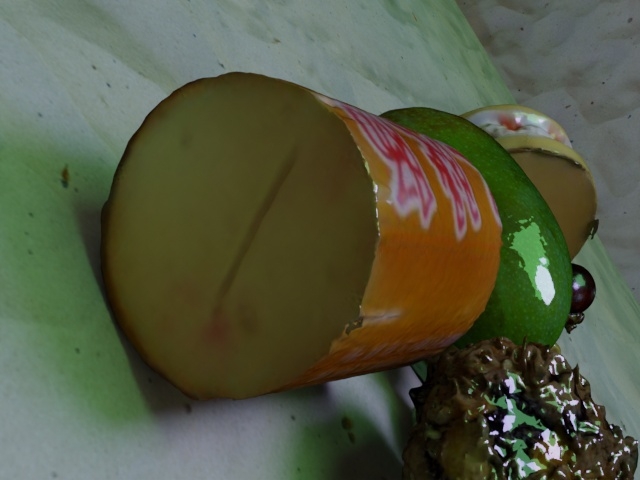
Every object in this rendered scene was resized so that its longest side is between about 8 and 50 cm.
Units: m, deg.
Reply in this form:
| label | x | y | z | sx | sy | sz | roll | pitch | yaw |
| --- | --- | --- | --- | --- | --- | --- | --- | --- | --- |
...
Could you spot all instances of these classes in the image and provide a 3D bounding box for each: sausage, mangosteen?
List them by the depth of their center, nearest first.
| label | x | y | z | sx | sy | sz | roll | pitch | yaw |
| --- | --- | --- | --- | --- | --- | --- | --- | --- | --- |
| sausage | 0.000 | 0.000 | 0.710 | 0.287 | 0.233 | 0.233 | 8 | 53 | -63 |
| mangosteen | 0.459 | 0.108 | 1.657 | 0.140 | 0.140 | 0.140 | 44 | 26 | -28 |

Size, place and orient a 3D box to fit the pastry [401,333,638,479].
| label | x | y | z | sx | sy | sz | roll | pitch | yaw |
| --- | --- | --- | --- | --- | --- | --- | --- | --- | --- |
| pastry | 0.172 | 0.214 | 0.750 | 0.275 | 0.193 | 0.274 | 0 | 90 | -76 |

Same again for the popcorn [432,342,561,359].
| label | x | y | z | sx | sy | sz | roll | pitch | yaw |
| --- | --- | --- | --- | --- | --- | --- | --- | --- | --- |
| popcorn | 0.218 | 0.153 | 1.074 | 0.170 | 0.179 | 0.180 | 22 | 14 | 19 |

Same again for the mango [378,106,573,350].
| label | x | y | z | sx | sy | sz | roll | pitch | yaw |
| --- | --- | --- | --- | --- | --- | --- | --- | --- | --- |
| mango | 0.145 | -0.010 | 1.006 | 0.225 | 0.201 | 0.381 | -6 | 46 | -23 |

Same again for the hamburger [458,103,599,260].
| label | x | y | z | sx | sy | sz | roll | pitch | yaw |
| --- | --- | --- | --- | --- | --- | --- | --- | --- | --- |
| hamburger | 0.267 | -0.056 | 1.313 | 0.186 | 0.261 | 0.302 | -96 | 164 | -55 |

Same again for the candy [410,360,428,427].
| label | x | y | z | sx | sy | sz | roll | pitch | yaw |
| --- | --- | --- | --- | --- | --- | --- | --- | --- | --- |
| candy | 0.077 | 0.099 | 0.953 | 0.335 | 0.092 | 0.093 | 54 | 8 | 17 |
